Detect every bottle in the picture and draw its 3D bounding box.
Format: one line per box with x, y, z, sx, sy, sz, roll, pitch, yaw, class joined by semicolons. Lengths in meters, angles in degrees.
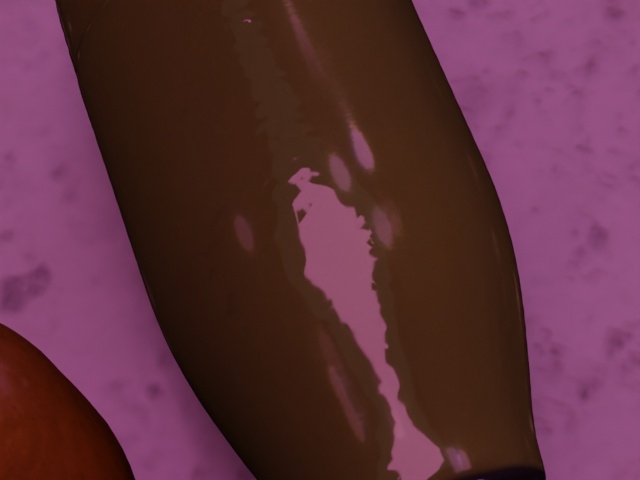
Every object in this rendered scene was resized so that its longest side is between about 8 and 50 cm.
0.000;0.000;0.511;0.112;0.112;0.260;-18;64;-7;bottle

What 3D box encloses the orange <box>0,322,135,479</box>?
-0.126;0.091;0.453;0.136;0.159;0.159;-2;51;52;orange
